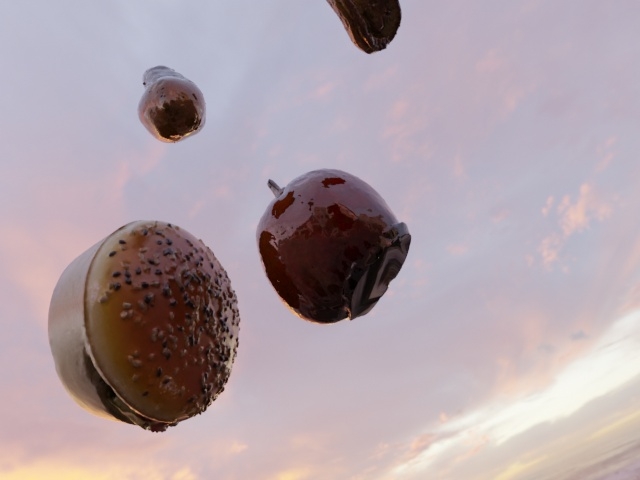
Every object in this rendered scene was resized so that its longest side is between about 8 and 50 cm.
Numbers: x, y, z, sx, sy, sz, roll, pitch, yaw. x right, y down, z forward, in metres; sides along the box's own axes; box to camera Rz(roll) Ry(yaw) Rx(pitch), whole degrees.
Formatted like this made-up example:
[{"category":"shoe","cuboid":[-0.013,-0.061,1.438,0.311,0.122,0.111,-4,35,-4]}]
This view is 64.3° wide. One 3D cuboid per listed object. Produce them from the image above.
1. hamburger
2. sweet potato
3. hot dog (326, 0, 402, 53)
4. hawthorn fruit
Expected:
[{"category":"hamburger","cuboid":[-0.231,0.118,0.736,0.176,0.300,0.300,-12,-26,21]},{"category":"sweet potato","cuboid":[-0.223,-0.206,0.761,0.097,0.292,0.097,-8,-65,-17]},{"category":"hot dog","cuboid":[0.067,-0.364,0.797,0.099,0.065,0.147,-41,-67,-9]},{"category":"hawthorn fruit","cuboid":[0.000,0.000,0.753,0.215,0.250,0.215,-44,-5,-5]}]
